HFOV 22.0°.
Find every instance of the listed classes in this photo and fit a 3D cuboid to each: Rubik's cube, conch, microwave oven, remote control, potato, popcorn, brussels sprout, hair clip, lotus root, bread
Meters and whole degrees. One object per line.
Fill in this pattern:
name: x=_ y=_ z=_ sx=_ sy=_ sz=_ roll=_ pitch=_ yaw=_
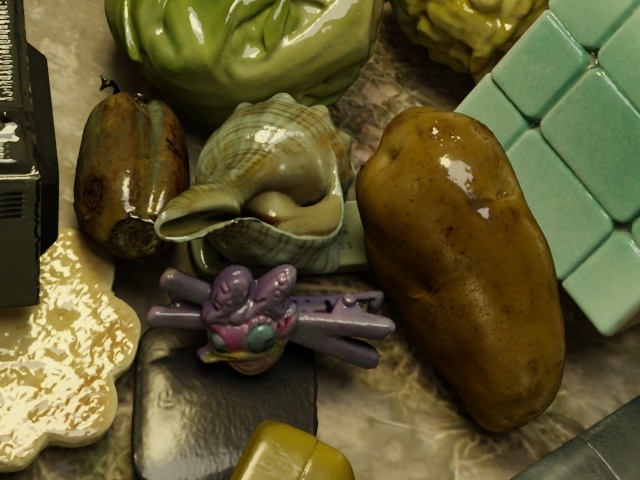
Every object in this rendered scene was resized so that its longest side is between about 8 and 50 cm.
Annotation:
Rubik's cube: x=0.391 y=-0.126 z=1.858 sx=0.318 sy=0.316 sz=0.322 roll=-14 pitch=60 yaw=-52
conch: x=-0.062 y=-0.037 z=1.759 sx=0.203 sy=0.170 sz=0.386 roll=33 pitch=41 yaw=11
microwave oven: x=-0.417 y=-0.127 z=1.672 sx=0.286 sy=0.218 sz=0.355 roll=-2 pitch=47 yaw=-12
remote control: x=0.294 y=0.268 z=1.796 sx=0.377 sy=0.044 sz=0.107 roll=-27 pitch=74 yaw=-29
potato: x=0.154 y=0.031 z=1.787 sx=0.195 sy=0.176 sz=0.369 roll=-23 pitch=90 yaw=11
popcorn: x=0.194 y=-0.330 z=2.014 sx=0.237 sy=0.293 sz=0.293 roll=30 pitch=54 yaw=16
brussels sprout: x=-0.088 y=-0.271 z=1.888 sx=0.328 sy=0.247 sz=0.328 roll=0 pitch=85 yaw=2
hair clip: x=-0.037 y=0.078 z=1.723 sx=0.278 sy=0.137 sz=0.090 roll=3 pitch=39 yaw=-30
lotus root: x=-0.204 y=-0.068 z=1.790 sx=0.124 sy=0.123 sz=0.241 roll=9 pitch=41 yaw=-13
bread: x=-0.338 y=0.097 z=1.701 sx=0.316 sy=0.054 sz=0.316 roll=7 pitch=57 yaw=-11
remote control: x=0.000 y=-0.001 z=1.879 sx=0.309 sy=0.038 sz=0.090 roll=-4 pitch=60 yaw=-19

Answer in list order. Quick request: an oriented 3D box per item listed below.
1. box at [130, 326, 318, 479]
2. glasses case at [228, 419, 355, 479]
box: x=-0.101 y=0.175 z=1.732 sx=0.201 sy=0.042 sz=0.212 roll=5 pitch=56 yaw=-14
glasses case: x=-0.075 y=0.358 z=1.543 sx=0.141 sy=0.173 sz=0.371 roll=27 pitch=57 yaw=2
